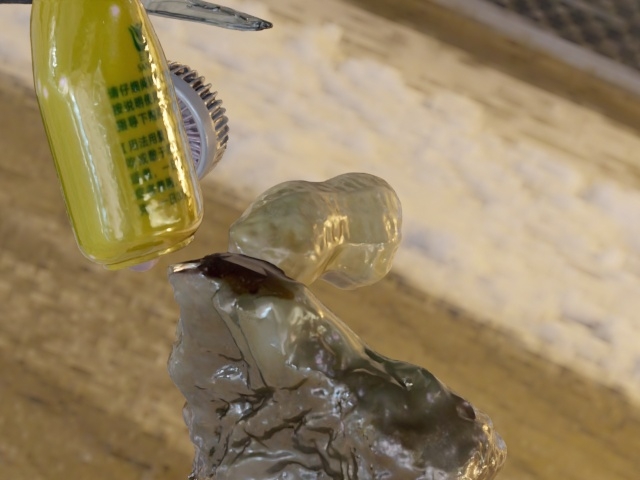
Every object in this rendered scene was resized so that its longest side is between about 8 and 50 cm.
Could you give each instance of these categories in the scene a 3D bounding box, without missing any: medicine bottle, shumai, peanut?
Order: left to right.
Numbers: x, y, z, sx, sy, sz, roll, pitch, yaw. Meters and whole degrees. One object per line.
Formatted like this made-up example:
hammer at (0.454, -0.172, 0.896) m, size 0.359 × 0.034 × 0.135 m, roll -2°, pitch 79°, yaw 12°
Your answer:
medicine bottle at (-0.125, -0.117, 1.058) m, size 0.064 × 0.260 × 0.095 m, roll -7°, pitch 12°, yaw 33°
shumai at (-0.008, 0.128, 1.759) m, size 0.217 × 0.283 × 0.346 m, roll -21°, pitch 4°, yaw -39°
peanut at (0.000, 0.000, 1.963) m, size 0.274 × 0.111 × 0.125 m, roll -15°, pitch 67°, yaw -55°

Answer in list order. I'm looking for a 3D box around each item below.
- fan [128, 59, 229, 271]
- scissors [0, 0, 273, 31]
fan at (-0.169, -0.070, 1.977) m, size 0.130 × 0.244 × 0.074 m, roll 29°, pitch 37°, yaw 16°
scissors at (-0.176, -0.172, 1.318) m, size 0.300 × 0.109 × 0.022 m, roll 11°, pitch 44°, yaw -14°
